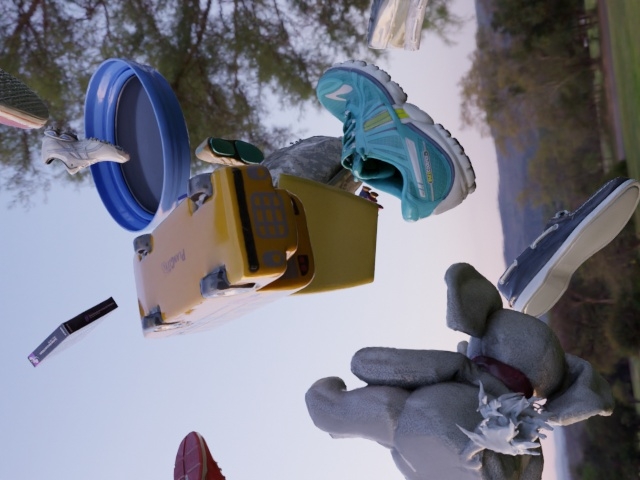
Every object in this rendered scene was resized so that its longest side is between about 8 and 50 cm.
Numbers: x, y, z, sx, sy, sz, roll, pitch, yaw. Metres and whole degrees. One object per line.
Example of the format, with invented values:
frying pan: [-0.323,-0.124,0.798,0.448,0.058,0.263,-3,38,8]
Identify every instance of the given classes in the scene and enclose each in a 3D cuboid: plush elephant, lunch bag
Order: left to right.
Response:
lunch bag: [-0.038,-0.135,1.590,0.305,0.256,0.213,-44,-65,-41]
plush elephant: [0.188,0.184,0.752,0.272,0.330,0.255,49,-130,5]

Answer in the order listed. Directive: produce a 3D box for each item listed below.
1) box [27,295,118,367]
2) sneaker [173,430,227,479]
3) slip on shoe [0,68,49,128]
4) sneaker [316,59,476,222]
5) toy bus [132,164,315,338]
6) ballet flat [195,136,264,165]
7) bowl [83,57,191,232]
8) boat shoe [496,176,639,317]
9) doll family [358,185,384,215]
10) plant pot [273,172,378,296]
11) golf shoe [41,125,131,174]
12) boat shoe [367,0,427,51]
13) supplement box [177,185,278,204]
box: [-0.458,0.169,1.149,0.029,0.162,0.116,53,-143,1]
sneaker: [-0.197,0.473,1.175,0.128,0.087,0.221,28,-149,-41]
slip on shoe: [-0.604,-0.237,0.975,0.331,0.101,0.123,11,-143,-35]
sneaker: [0.068,-0.127,0.759,0.275,0.110,0.107,50,168,36]
toy bus: [-0.113,0.027,0.669,0.130,0.332,0.108,-2,-106,-33]
ballet flat: [-0.252,-0.241,1.722,0.232,0.073,0.080,7,-117,-55]
bowl: [-0.423,-0.214,1.420,0.077,0.391,0.391,-14,-83,-41]
boat shoe: [0.424,0.001,1.085,0.114,0.302,0.091,24,-158,-42]
doll family: [0.085,-0.099,1.796,0.118,0.163,0.263,-1,-136,-52]
plant pot: [0.000,0.000,1.155,0.212,0.187,0.212,161,112,-82]
golf shoe: [-0.477,-0.170,1.263,0.069,0.176,0.086,115,167,-85]
boat shoe: [0.156,-0.416,0.967,0.320,0.103,0.118,114,163,-62]
supplement box: [-0.130,-0.033,1.099,0.220,0.111,0.114,4,-113,-64]
